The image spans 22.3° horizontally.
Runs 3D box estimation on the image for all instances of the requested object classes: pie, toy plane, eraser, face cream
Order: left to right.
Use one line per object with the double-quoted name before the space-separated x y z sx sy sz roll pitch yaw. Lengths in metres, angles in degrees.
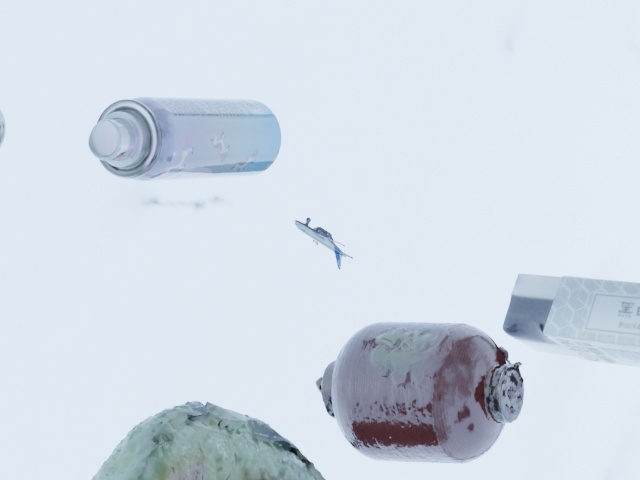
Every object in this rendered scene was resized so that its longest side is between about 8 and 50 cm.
"face cream" -0.123 -0.091 1.447 0.229 0.075 0.075 -6 113 -59
"pie" -0.059 0.250 1.112 0.302 0.067 0.302 30 53 -48
"toy plane" 0.002 -0.001 1.935 0.084 0.078 0.024 45 74 -19
"eraser" 0.426 0.113 2.170 0.098 0.404 0.096 31 74 -37

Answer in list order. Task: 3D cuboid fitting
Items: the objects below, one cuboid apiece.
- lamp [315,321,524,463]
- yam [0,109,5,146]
"lamp" 0.119 0.178 1.958 0.180 0.258 0.180 1 88 -58
"yam" -0.331 -0.114 1.477 0.146 0.069 0.070 68 46 -80
